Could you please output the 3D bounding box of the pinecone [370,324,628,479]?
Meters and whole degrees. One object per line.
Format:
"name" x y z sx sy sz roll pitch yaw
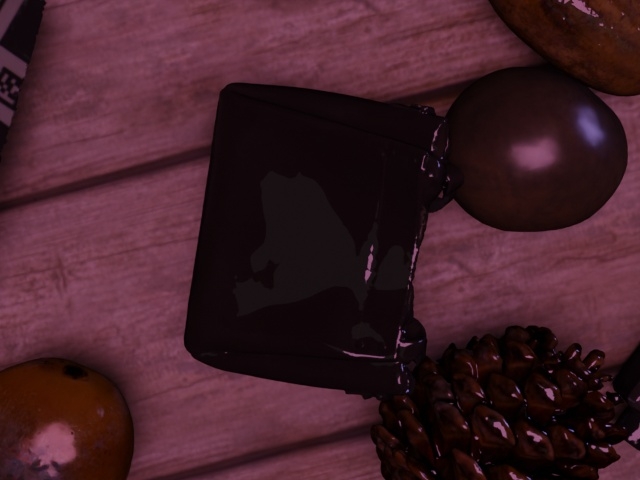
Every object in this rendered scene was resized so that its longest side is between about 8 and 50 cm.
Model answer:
"pinecone" 0.169 0.201 1.057 0.272 0.224 0.224 -37 96 -15

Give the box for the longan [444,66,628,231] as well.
"longan" 0.206 -0.088 1.042 0.187 0.167 0.167 13 99 -30

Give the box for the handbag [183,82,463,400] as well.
"handbag" 0.000 0.000 1.038 0.257 0.113 0.285 11 93 28

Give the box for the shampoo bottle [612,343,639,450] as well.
"shampoo bottle" 0.388 0.108 1.108 0.079 0.080 0.246 34 96 -2

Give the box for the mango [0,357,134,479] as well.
"mango" -0.323 0.247 1.111 0.316 0.146 0.193 -41 94 20

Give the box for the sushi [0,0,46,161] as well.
"sushi" -0.453 -0.133 1.102 0.320 0.069 0.339 18 98 7

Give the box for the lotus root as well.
"lotus root" 0.243 -0.244 1.037 0.260 0.128 0.145 37 70 -3
